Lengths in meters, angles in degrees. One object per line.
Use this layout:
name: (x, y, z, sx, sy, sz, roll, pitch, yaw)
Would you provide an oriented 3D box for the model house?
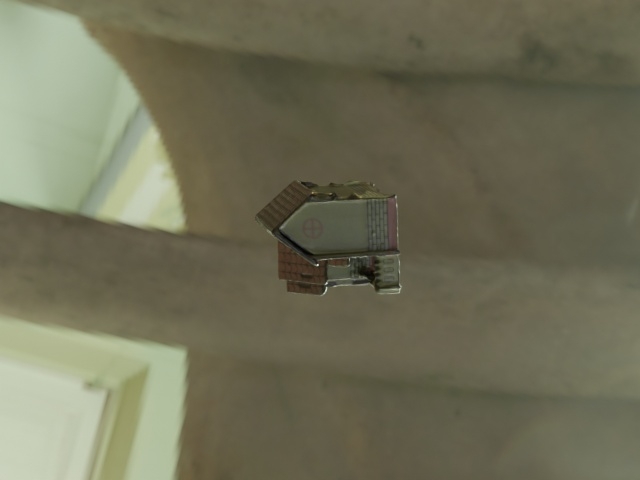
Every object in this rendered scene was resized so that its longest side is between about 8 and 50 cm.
model house: (0.000, 0.000, 0.745, 0.083, 0.058, 0.057, -141, -133, -76)
